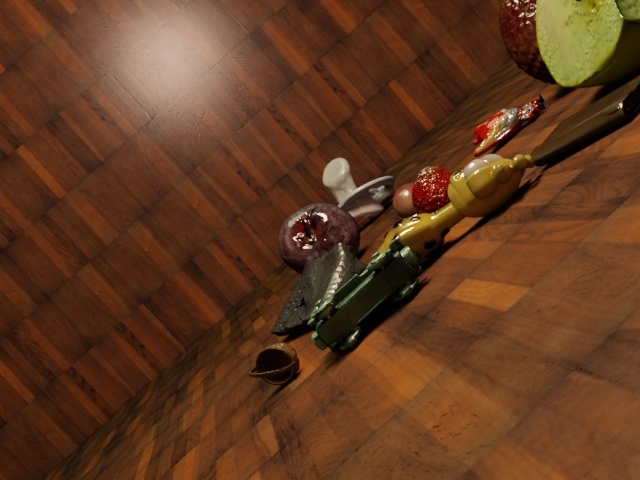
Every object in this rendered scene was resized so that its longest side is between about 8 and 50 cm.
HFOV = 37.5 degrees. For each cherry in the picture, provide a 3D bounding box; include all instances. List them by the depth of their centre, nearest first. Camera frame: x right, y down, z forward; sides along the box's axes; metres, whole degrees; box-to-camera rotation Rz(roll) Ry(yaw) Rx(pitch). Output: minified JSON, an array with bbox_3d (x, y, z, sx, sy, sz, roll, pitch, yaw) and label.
[{"bbox_3d":[0.005,-0.001,2.171,0.195,0.195,0.195,-41,4,4],"label":"cherry"}]

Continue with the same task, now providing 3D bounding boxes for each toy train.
[{"bbox_3d":[0.066,0.083,1.406,0.200,0.083,0.132,-40,1,5],"label":"toy train"}]

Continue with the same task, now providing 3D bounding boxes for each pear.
[{"bbox_3d":[0.469,-0.359,1.510,0.176,0.286,0.281,-4,-30,-12],"label":"pear"}]

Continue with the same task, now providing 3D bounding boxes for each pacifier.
[{"bbox_3d":[0.076,-0.130,2.610,0.279,0.207,0.227,-39,-12,29],"label":"pacifier"}]

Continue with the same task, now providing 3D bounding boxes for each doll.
[{"bbox_3d":[0.202,-0.047,1.452,0.291,0.086,0.117,-39,-12,30],"label":"doll"},{"bbox_3d":[0.388,-0.241,1.951,0.169,0.057,0.109,-25,28,24],"label":"doll"}]

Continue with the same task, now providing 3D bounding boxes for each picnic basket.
[{"bbox_3d":[-0.075,0.203,1.499,0.072,0.072,0.083,-40,-5,21],"label":"picnic basket"}]

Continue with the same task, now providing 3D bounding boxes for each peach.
[{"bbox_3d":[0.190,-0.080,1.956,0.083,0.083,0.083,-41,4,4],"label":"peach"}]

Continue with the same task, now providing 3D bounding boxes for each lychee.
[{"bbox_3d":[0.483,-0.440,1.889,0.260,0.260,0.260,-41,4,4],"label":"lychee"}]

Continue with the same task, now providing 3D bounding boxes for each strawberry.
[{"bbox_3d":[0.211,-0.090,1.740,0.106,0.106,0.106,-41,4,4],"label":"strawberry"}]

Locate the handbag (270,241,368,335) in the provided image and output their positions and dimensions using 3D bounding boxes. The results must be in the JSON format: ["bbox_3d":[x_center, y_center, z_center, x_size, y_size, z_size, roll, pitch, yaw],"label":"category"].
[{"bbox_3d":[-0.005,0.108,1.850,0.175,0.089,0.270,-53,9,-26],"label":"handbag"}]

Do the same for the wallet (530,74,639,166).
[{"bbox_3d":[0.395,-0.173,1.363,0.110,0.031,0.198,-43,5,-30],"label":"wallet"}]
